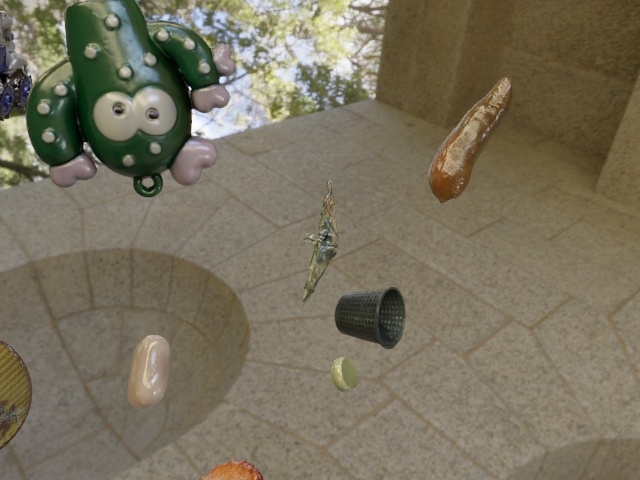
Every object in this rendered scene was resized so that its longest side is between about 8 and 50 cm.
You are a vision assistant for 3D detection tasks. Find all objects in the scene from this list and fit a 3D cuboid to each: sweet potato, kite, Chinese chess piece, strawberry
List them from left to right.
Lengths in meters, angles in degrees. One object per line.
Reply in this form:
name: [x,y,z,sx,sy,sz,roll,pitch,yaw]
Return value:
strawberry: [-0.182,0.553,1.193,0.236,0.190,0.111,-25,-78,41]
kite: [0.001,0.000,1.631,0.368,0.014,0.405,-161,-97,-74]
Chinese chess piece: [0.059,0.328,1.422,0.034,0.084,0.084,-21,-87,28]
sweet potato: [0.315,-0.213,1.234,0.097,0.097,0.291,32,-86,38]

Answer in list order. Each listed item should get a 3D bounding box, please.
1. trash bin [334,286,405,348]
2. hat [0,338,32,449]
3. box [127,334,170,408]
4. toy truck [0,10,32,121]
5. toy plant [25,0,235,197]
trash bin: [0.135,0.212,1.643,0.161,0.175,0.175,1,-69,36]
hat: [-0.403,0.188,0.597,0.082,0.193,0.193,38,-42,56]
box: [-0.473,0.361,1.597,0.146,0.088,0.200,-39,-137,41]
toy truck: [-0.597,-0.320,1.002,0.213,0.161,0.177,-106,-147,-64]
toy plant: [-0.234,-0.170,0.721,0.112,0.233,0.243,-137,-120,-69]
